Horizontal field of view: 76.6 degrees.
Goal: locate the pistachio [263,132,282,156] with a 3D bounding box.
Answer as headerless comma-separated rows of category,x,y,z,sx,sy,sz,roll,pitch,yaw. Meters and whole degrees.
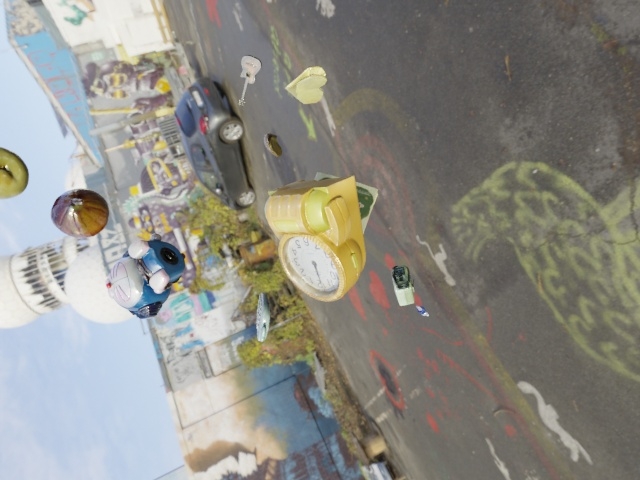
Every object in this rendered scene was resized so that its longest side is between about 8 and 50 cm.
pistachio,-0.228,-0.452,1.901,0.173,0.049,0.089,42,-128,-71

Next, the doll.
doll,-0.663,0.142,1.540,0.240,0.310,0.284,7,-130,-61

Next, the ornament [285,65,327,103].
ornament,-0.070,-0.681,1.802,0.201,0.180,0.059,120,139,-70

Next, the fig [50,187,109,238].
fig,-0.727,-0.083,1.206,0.148,0.149,0.202,33,-177,7

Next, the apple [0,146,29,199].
apple,-1.094,-0.226,1.362,0.200,0.200,0.200,158,90,-77

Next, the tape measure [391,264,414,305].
tape measure,0.445,0.220,2.176,0.235,0.115,0.207,63,-160,-52

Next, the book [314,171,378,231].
book,0.048,-0.073,1.552,0.043,0.260,0.371,85,-156,-68

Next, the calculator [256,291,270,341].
calculator,-0.271,0.363,1.910,0.299,0.041,0.185,-114,34,-63

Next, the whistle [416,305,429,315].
whistle,0.400,0.277,1.603,0.033,0.029,0.083,18,161,50

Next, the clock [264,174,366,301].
clock,0.000,0.000,1.078,0.244,0.200,0.317,3,119,45

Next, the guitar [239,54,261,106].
guitar,-0.331,-0.711,1.824,0.025,0.088,0.233,-86,17,-54
